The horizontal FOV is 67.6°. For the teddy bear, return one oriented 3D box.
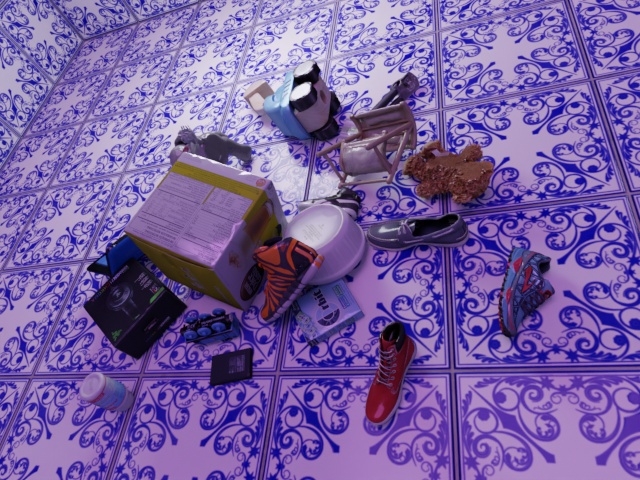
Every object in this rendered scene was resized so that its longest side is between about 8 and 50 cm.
[{"bbox_3d":[0.413,-0.223,1.554,0.338,0.113,0.245,19,59,42],"label":"teddy bear"}]

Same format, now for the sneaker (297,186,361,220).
[{"bbox_3d":[0.037,-0.135,1.672,0.217,0.079,0.121,10,57,20],"label":"sneaker"}]

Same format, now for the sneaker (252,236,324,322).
[{"bbox_3d":[-0.135,0.102,1.429,0.321,0.180,0.124,-53,4,32],"label":"sneaker"}]

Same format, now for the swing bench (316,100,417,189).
[{"bbox_3d":[0.172,-0.323,1.640,0.253,0.165,0.254,2,46,50],"label":"swing bench"}]

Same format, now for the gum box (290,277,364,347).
[{"bbox_3d":[0.016,0.209,1.447,0.184,0.041,0.157,-31,49,1],"label":"gum box"}]

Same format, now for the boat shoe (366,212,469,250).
[{"bbox_3d":[0.286,-0.039,1.466,0.320,0.099,0.116,0,57,24],"label":"boat shoe"}]

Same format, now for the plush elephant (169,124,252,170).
[{"bbox_3d":[-0.496,-0.325,1.943,0.256,0.330,0.271,-9,58,42],"label":"plush elephant"}]

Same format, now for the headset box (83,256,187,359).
[{"bbox_3d":[-0.644,0.237,1.670,0.283,0.131,0.246,32,74,37],"label":"headset box"}]

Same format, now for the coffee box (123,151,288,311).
[{"bbox_3d":[-0.341,-0.022,1.547,0.338,0.337,0.334,20,65,19],"label":"coffee box"}]

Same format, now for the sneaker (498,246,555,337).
[{"bbox_3d":[0.532,0.131,1.229,0.125,0.104,0.261,9,61,27],"label":"sneaker"}]

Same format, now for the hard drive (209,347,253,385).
[{"bbox_3d":[-0.273,0.386,1.462,0.135,0.022,0.094,-15,52,14],"label":"hard drive"}]

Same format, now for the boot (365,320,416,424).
[{"bbox_3d":[0.161,0.330,1.205,0.089,0.176,0.244,13,64,30],"label":"boot"}]

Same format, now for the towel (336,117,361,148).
[{"bbox_3d":[0.126,-0.419,1.867,0.113,0.023,0.152,6,59,29],"label":"towel"}]

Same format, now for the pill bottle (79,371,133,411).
[{"bbox_3d":[-0.658,0.476,1.482,0.087,0.160,0.087,-13,52,17],"label":"pill bottle"}]

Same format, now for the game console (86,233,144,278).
[{"bbox_3d":[-0.739,-0.005,1.818,0.173,0.250,0.293,31,49,11],"label":"game console"}]

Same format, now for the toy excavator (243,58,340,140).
[{"bbox_3d":[-0.159,-0.578,2.012,0.446,0.222,0.432,-15,50,25],"label":"toy excavator"}]

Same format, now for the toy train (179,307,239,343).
[{"bbox_3d":[-0.351,0.281,1.521,0.184,0.105,0.080,-18,47,11],"label":"toy train"}]

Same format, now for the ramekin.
[{"bbox_3d":[0.000,0.000,1.524,0.273,0.127,0.272,-17,42,16],"label":"ramekin"}]

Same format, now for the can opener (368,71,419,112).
[{"bbox_3d":[0.277,-0.551,1.879,0.283,0.076,0.095,-46,19,-11],"label":"can opener"}]
